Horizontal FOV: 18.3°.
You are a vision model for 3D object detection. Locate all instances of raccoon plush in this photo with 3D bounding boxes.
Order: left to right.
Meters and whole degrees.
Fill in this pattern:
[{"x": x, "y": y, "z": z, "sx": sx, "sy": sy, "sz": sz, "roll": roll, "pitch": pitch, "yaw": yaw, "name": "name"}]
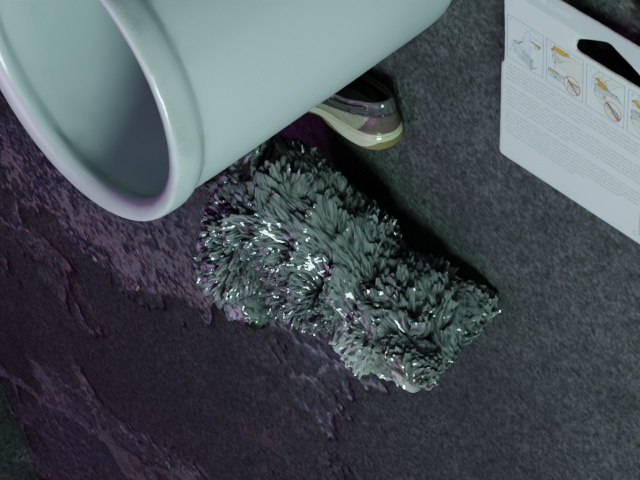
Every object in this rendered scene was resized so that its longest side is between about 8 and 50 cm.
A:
[{"x": 0.000, "y": 0.000, "z": 2.190, "sx": 0.299, "sy": 0.216, "sz": 0.446, "roll": 24, "pitch": 163, "yaw": 39, "name": "raccoon plush"}]

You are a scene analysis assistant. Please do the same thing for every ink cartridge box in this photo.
[{"x": 0.282, "y": -0.116, "z": 1.853, "sx": 0.275, "sy": 0.060, "sz": 0.239, "roll": 37, "pitch": 147, "yaw": 33, "name": "ink cartridge box"}]

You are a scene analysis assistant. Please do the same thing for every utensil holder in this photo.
[{"x": -0.100, "y": -0.251, "z": 1.960, "sx": 0.327, "sy": 0.385, "sz": 0.327, "roll": 39, "pitch": 149, "yaw": 30, "name": "utensil holder"}]

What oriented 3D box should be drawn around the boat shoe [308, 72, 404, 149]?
[{"x": 0.005, "y": -0.180, "z": 2.219, "sx": 0.223, "sy": 0.080, "sz": 0.073, "roll": 34, "pitch": 139, "yaw": 31, "name": "boat shoe"}]
